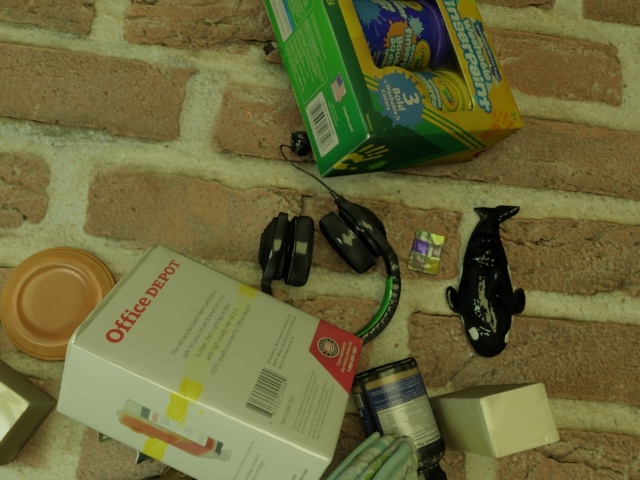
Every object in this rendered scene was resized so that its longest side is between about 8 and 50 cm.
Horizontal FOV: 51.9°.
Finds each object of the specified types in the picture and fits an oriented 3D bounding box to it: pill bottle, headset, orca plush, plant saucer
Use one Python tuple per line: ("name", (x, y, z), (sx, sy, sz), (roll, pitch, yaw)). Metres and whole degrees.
("pill bottle", (0.136, 0.318, 1.105), (0.122, 0.123, 0.219), (-16, 79, -10))
("headset", (0.000, 0.000, 1.182), (0.243, 0.185, 0.395), (-12, 93, -6))
("orca plush", (0.325, 0.064, 1.198), (0.151, 0.102, 0.288), (21, 75, -1))
("plant saucer", (-0.452, 0.106, 1.132), (0.199, 0.037, 0.200), (2, 76, -7))

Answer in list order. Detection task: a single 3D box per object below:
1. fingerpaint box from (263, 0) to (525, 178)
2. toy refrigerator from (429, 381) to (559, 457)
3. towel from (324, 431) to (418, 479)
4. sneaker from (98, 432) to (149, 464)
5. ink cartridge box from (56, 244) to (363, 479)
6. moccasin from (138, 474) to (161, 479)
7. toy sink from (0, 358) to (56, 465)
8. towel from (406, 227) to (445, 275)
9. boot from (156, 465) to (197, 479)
("fingerpaint box", (0.121, -0.360, 1.178), (0.370, 0.163, 0.445), (-9, 76, -34))
("toy refrigerator", (0.266, 0.287, 1.051), (0.102, 0.269, 0.094), (-12, 79, -10))
("towel", (0.026, 0.485, 0.909), (0.374, 0.090, 0.321), (-28, 123, -47))
("sneaker", (-0.343, 0.290, 1.084), (0.192, 0.064, 0.086), (38, 70, 0))
("ink cartridge box", (-0.155, 0.203, 1.013), (0.384, 0.161, 0.279), (26, 32, 0))
("moccasin", (-0.402, 0.481, 1.006), (0.379, 0.139, 0.147), (-10, 69, -18))
("toy sink", (-0.565, 0.241, 1.027), (0.234, 0.153, 0.131), (35, 76, 2))
("towel", (0.201, 0.023, 1.241), (0.060, 0.009, 0.083), (18, 75, -1))
("boot", (-0.193, 0.373, 0.984), (0.305, 0.115, 0.112), (-30, 87, -42))
